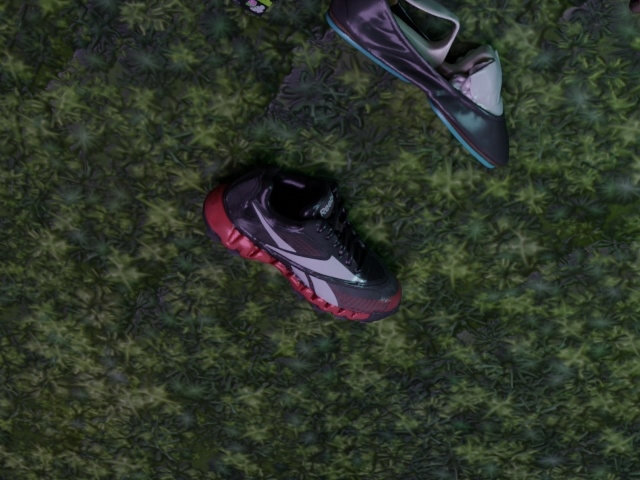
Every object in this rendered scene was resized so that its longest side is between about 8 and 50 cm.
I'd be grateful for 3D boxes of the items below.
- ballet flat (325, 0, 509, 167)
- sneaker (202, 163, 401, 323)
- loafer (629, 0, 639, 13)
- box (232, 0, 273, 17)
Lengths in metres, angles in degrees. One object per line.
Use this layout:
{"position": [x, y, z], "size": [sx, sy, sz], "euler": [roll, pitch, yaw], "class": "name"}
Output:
{"position": [0.131, -0.188, 1.776], "size": [0.280, 0.095, 0.096], "euler": [39, 116, -24], "class": "ballet flat"}
{"position": [0.000, 0.000, 1.967], "size": [0.276, 0.098, 0.135], "euler": [33, 132, -18], "class": "sneaker"}
{"position": [0.385, -0.263, 1.680], "size": [0.148, 0.056, 0.050], "euler": [-26, 117, 30], "class": "loafer"}
{"position": [-0.064, -0.290, 1.739], "size": [0.062, 0.052, 0.083], "euler": [28, 130, -18], "class": "box"}
